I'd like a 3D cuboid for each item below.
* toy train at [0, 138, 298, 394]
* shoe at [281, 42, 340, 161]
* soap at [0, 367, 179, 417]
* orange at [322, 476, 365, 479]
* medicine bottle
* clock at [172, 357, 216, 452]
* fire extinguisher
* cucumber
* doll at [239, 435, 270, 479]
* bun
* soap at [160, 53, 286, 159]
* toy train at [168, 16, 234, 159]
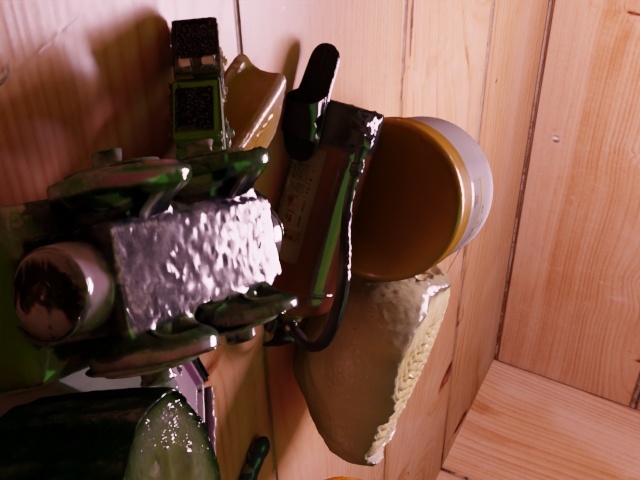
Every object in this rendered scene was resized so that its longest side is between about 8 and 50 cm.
[{"bbox_3d":[-0.170,0.022,0.836,0.307,0.249,0.173,-20,98,-66],"label":"toy train"},{"bbox_3d":[-0.021,-0.185,1.349,0.053,0.062,0.159,14,94,-58],"label":"shoe"},{"bbox_3d":[-0.244,0.243,0.949,0.095,0.173,0.289,-23,129,-64],"label":"soap"},{"bbox_3d":[0.047,0.569,1.959,0.240,0.240,0.240,-53,154,-42],"label":"orange"},{"bbox_3d":[0.128,-0.070,1.575,0.232,0.238,0.237,-18,124,-67],"label":"medicine bottle"},{"bbox_3d":[-0.172,0.188,1.156,0.193,0.073,0.144,74,8,-57],"label":"clock"},{"bbox_3d":[-0.011,-0.003,1.409,0.200,0.113,0.376,-106,-149,-77],"label":"fire extinguisher"},{"bbox_3d":[-0.158,0.198,0.766,0.191,0.130,0.191,-4,90,-67],"label":"cucumber"},{"bbox_3d":[-0.112,0.371,1.649,0.125,0.027,0.037,-67,160,-3],"label":"doll"},{"bbox_3d":[0.072,0.177,1.707,0.364,0.202,0.364,21,90,-77],"label":"bun"},{"bbox_3d":[-0.123,-0.072,1.101,0.232,0.073,0.140,-60,174,-30],"label":"soap"},{"bbox_3d":[-0.118,-0.140,1.006,0.081,0.060,0.202,88,-5,-52],"label":"toy train"}]
